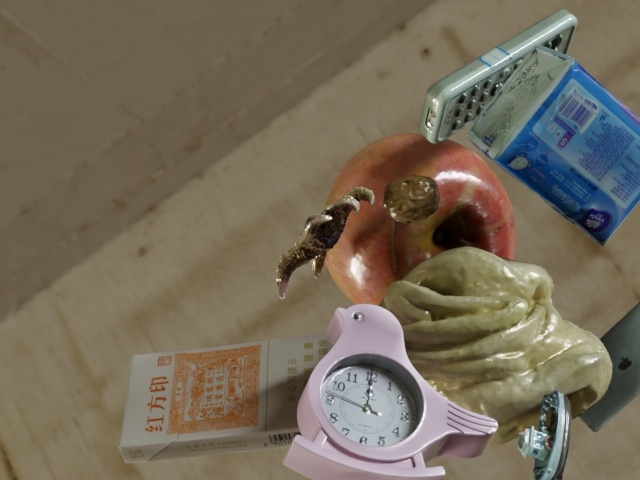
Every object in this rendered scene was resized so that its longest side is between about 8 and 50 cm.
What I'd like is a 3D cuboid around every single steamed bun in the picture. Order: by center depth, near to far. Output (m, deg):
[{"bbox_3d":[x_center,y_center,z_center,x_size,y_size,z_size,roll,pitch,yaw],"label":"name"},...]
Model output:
[{"bbox_3d":[0.263,0.150,2.037,0.324,0.372,0.230,-25,-38,-19],"label":"steamed bun"}]

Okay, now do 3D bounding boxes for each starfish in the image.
[{"bbox_3d":[-0.001,-0.001,2.126,0.216,0.071,0.238,-37,-19,-13],"label":"starfish"}]

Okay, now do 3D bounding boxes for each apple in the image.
[{"bbox_3d":[0.170,-0.016,2.371,0.364,0.364,0.364,-25,-25,-12],"label":"apple"}]

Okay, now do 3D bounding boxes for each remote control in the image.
[{"bbox_3d":[0.298,-0.283,2.176,0.335,0.065,0.128,-32,-29,-27],"label":"remote control"}]

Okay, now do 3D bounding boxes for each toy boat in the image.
[{"bbox_3d":[0.304,0.270,1.757,0.066,0.140,0.059,17,-29,-11],"label":"toy boat"}]

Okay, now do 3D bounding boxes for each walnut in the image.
[{"bbox_3d":[0.149,-0.068,2.119,0.096,0.079,0.082,-15,-53,7],"label":"walnut"}]

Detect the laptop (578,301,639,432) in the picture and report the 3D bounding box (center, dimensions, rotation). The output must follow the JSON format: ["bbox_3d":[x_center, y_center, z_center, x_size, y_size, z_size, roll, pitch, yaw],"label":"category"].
[{"bbox_3d":[0.577,0.233,2.455,0.269,0.015,0.187,-44,-53,5],"label":"laptop"}]

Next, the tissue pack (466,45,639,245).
[{"bbox_3d":[0.400,-0.154,2.060,0.263,0.146,0.198,35,-83,-27],"label":"tissue pack"}]

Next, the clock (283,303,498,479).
[{"bbox_3d":[0.116,0.241,1.893,0.290,0.275,0.080,16,-37,-3],"label":"clock"}]

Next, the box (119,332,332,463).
[{"bbox_3d":[-0.130,0.248,2.054,0.365,0.205,0.051,-7,-49,6],"label":"box"}]
